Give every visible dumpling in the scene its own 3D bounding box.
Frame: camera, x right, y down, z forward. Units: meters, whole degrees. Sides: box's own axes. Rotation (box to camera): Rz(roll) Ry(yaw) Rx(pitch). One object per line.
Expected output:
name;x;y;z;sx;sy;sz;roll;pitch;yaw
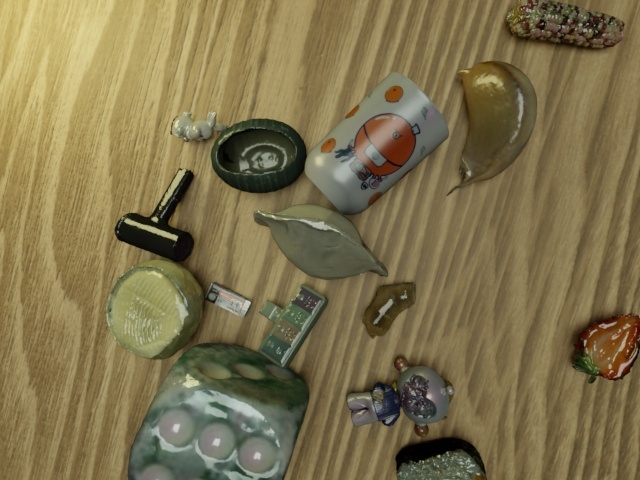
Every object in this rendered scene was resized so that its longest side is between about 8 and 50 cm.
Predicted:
dumpling;0.003;0.002;1.059;0.181;0.260;0.341;-42;80;-4

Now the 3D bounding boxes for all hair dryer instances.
hair dryer;-0.412;-0.083;1.168;0.197;0.089;0.251;19;80;18

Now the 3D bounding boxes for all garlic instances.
garlic;0.440;-0.277;1.103;0.196;0.151;0.337;8;100;31

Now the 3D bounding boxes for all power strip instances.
power strip;-0.092;0.214;1.159;0.145;0.061;0.215;29;77;23

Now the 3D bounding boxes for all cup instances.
cup;0.125;-0.222;1.073;0.317;0.212;0.212;-43;88;6

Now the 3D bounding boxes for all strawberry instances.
strawberry;0.720;0.269;1.101;0.141;0.085;0.192;9;86;12

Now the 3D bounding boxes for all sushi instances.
sushi;0.309;0.594;1.118;0.225;0.126;0.136;-16;90;6

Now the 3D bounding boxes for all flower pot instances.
flower pot;-0.156;-0.216;1.118;0.243;0.157;0.189;-2;90;5

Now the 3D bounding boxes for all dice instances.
dice;-0.230;0.463;1.044;0.328;0.348;0.330;20;94;2

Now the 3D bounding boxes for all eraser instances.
eraser;-0.253;0.163;1.196;0.122;0.029;0.052;26;93;4

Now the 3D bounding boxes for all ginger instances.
ginger;0.180;0.176;1.146;0.095;0.069;0.190;37;93;-19

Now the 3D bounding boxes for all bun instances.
bun;-0.425;0.173;1.148;0.260;0.152;0.259;0;89;16

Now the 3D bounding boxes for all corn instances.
corn;0.614;-0.546;1.091;0.281;0.092;0.092;10;92;0

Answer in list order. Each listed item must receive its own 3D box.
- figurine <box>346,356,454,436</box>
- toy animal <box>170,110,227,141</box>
figurine;0.202;0.402;1.126;0.275;0.133;0.193;3;80;17
toy animal;-0.331;-0.301;1.172;0.125;0.071;0.085;12;76;11
